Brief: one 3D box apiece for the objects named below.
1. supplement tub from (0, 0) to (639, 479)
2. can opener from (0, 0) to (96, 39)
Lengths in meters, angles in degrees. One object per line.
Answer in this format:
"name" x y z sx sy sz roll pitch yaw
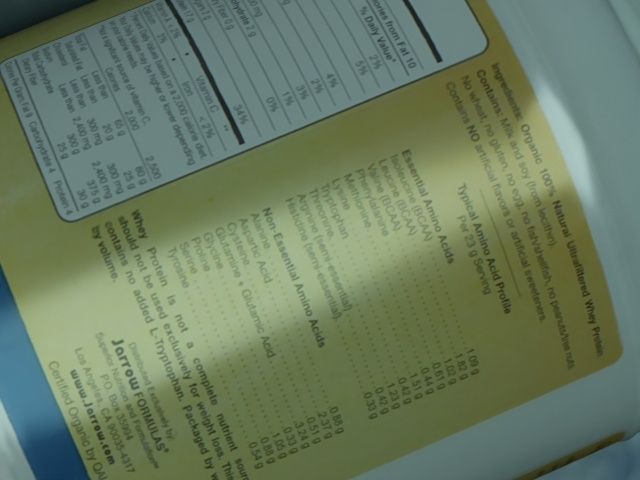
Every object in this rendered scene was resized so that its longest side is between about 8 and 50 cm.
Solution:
"supplement tub" 0.000 0.000 0.405 0.200 0.144 0.144 -23 91 -7
"can opener" -0.098 -0.080 0.432 0.280 0.074 0.093 -17 89 -7
